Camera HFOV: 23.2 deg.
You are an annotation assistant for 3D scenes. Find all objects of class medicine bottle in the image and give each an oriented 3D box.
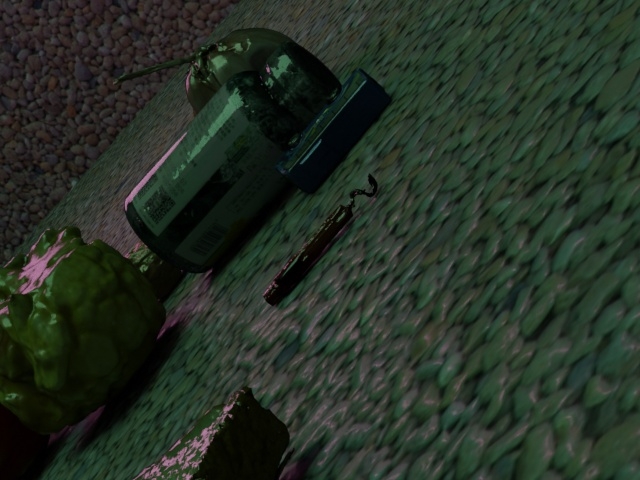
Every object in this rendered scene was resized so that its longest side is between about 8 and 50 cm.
[{"bbox_3d":[-0.100,-0.104,1.893,0.293,0.141,0.141,-47,14,18],"label":"medicine bottle"}]

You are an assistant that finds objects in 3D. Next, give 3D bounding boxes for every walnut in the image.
[{"bbox_3d":[-0.227,0.040,2.077,0.096,0.082,0.079,-43,-17,9],"label":"walnut"}]

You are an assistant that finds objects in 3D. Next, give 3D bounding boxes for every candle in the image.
[{"bbox_3d":[0.000,0.001,1.552,0.167,0.021,0.026,-48,-7,15],"label":"candle"}]

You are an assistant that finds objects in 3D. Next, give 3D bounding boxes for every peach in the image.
[{"bbox_3d":[-0.432,0.227,2.023,0.197,0.197,0.197,-47,14,16],"label":"peach"}]

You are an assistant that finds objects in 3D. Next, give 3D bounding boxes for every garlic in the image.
[{"bbox_3d":[-0.135,-0.174,2.097,0.207,0.256,0.207,174,90,-65],"label":"garlic"}]

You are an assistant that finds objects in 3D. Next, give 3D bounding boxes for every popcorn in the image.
[{"bbox_3d":[-0.312,0.101,1.880,0.249,0.225,0.249,-40,11,9],"label":"popcorn"}]

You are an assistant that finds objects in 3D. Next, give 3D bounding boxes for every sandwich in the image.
[{"bbox_3d":[-0.123,0.255,1.144,0.226,0.087,0.251,-41,14,32],"label":"sandwich"}]

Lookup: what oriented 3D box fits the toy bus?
[{"bbox_3d":[0.014,-0.123,1.773,0.153,0.051,0.061,-50,19,5],"label":"toy bus"}]
